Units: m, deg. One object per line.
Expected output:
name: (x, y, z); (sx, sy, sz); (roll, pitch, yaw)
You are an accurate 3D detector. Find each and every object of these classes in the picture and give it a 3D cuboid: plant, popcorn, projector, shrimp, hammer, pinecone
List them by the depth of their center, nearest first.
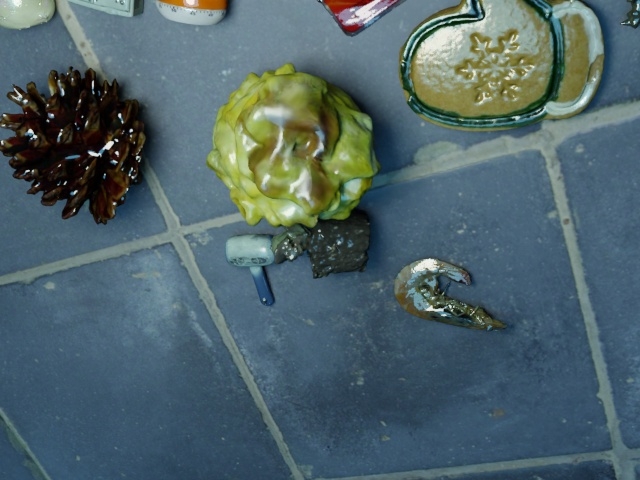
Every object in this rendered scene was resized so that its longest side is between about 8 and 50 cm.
popcorn: (-0.058, -0.159, 1.185); (0.312, 0.312, 0.312); (6, 120, 10)
projector: (-0.399, -0.481, 1.204); (0.147, 0.061, 0.115); (16, 123, 4)
pinecone: (-0.476, -0.185, 1.280); (0.296, 0.242, 0.298); (43, 125, -14)
plant: (0.000, 0.000, 1.333); (0.203, 0.142, 0.131); (9, 129, 1)
shrimp: (0.277, 0.121, 1.391); (0.251, 0.052, 0.143); (18, 118, 4)
hammer: (-0.135, 0.071, 1.456); (0.116, 0.069, 0.193); (-4, 126, 14)

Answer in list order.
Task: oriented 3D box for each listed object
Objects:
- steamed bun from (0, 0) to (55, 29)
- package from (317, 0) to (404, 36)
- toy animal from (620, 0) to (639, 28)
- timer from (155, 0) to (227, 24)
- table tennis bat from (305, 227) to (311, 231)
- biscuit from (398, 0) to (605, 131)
steamed bun: (-0.574, -0.455, 1.239); (0.130, 0.091, 0.112); (0, 117, 13)
package: (0.042, -0.488, 1.095); (0.194, 0.071, 0.269); (-21, 117, 38)
toy animal: (0.540, -0.386, 1.050); (0.136, 0.047, 0.065); (-30, 103, 27)
timer: (-0.227, -0.447, 1.159); (0.136, 0.099, 0.136); (0, 125, 0)
table tennis bat: (-0.050, 0.003, 1.425); (0.083, 0.007, 0.050); (-36, 106, 26)
biscuit: (0.303, -0.327, 1.130); (0.344, 0.057, 0.287); (-1, 119, 13)
